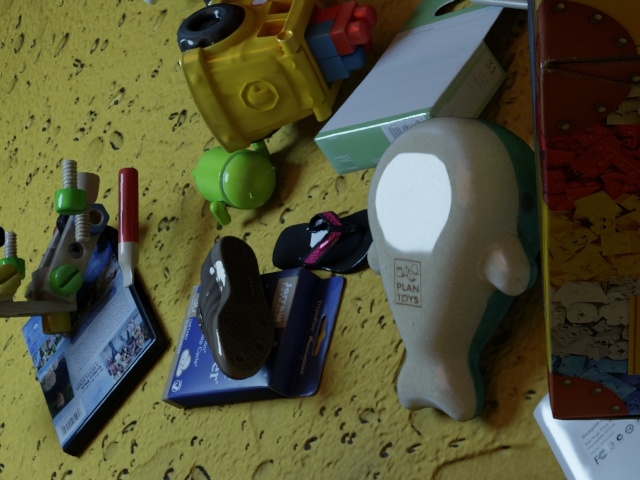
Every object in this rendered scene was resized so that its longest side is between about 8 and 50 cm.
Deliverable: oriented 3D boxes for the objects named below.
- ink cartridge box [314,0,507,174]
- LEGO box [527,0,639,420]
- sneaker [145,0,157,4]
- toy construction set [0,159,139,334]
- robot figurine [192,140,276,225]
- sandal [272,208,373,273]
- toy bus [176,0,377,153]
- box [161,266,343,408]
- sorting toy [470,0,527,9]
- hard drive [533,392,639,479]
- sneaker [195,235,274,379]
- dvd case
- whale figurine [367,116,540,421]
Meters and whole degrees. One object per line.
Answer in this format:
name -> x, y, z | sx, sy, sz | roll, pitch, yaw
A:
ink cartridge box -> 0.117, -0.171, 1.943 | 0.171, 0.056, 0.235 | -11, 33, 48
LEGO box -> 0.252, -0.177, 1.431 | 0.193, 0.372, 0.500 | -2, 49, 6
sneaker -> -0.143, -0.399, 2.394 | 0.323, 0.130, 0.236 | 18, 88, 52
toy construction set -> -0.340, 0.055, 2.218 | 0.309, 0.257, 0.237 | -14, 71, 34
robot figurine -> -0.095, -0.070, 2.124 | 0.115, 0.067, 0.101 | 12, 63, 54
sandal -> 0.000, 0.000, 1.974 | 0.179, 0.040, 0.067 | -9, 58, 49
toy bus -> -0.028, -0.223, 2.091 | 0.211, 0.149, 0.220 | -13, 34, 24
box -> -0.073, 0.102, 2.000 | 0.225, 0.036, 0.136 | -10, 58, 47
sorting toy -> 0.250, -0.312, 1.862 | 0.193, 0.038, 0.208 | 17, 72, 56
hard drive -> 0.293, 0.170, 1.472 | 0.203, 0.040, 0.307 | -48, 36, 18
sneaker -> -0.093, 0.083, 1.965 | 0.071, 0.066, 0.188 | -54, 26, 37
dvd case -> -0.271, 0.114, 2.257 | 0.180, 0.022, 0.253 | -49, 35, 14
whale figurine -> 0.134, 0.024, 1.735 | 0.216, 0.141, 0.272 | 4, 93, 53
